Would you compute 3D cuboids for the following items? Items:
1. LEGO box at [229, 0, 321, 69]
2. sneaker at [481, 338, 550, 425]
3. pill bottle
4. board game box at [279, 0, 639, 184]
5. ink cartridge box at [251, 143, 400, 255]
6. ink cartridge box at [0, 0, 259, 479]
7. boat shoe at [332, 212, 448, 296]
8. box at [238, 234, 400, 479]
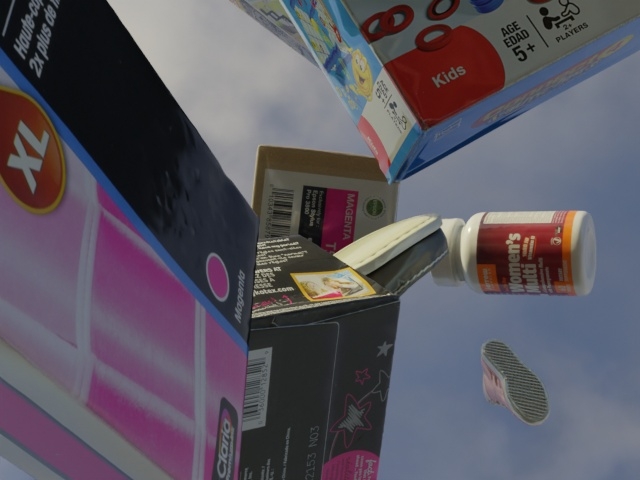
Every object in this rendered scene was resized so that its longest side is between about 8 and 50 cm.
[{"bbox_3d":[0.020,-0.350,0.942,0.372,0.500,0.193,36,-99,-5],"label":"LEGO box"},{"bbox_3d":[0.235,0.186,1.194,0.051,0.134,0.070,-16,-50,-12],"label":"sneaker"},{"bbox_3d":[0.275,0.018,1.412,0.221,0.121,0.121,0,-83,25],"label":"pill bottle"},{"bbox_3d":[0.098,-0.238,0.563,0.308,0.086,0.302,-29,-99,-12],"label":"board game box"},{"bbox_3d":[0.000,0.000,1.297,0.193,0.088,0.235,5,-90,-2],"label":"ink cartridge box"},{"bbox_3d":[-0.126,-0.040,0.354,0.069,0.371,0.176,-13,-129,20],"label":"ink cartridge box"},{"bbox_3d":[0.005,0.079,0.928,0.305,0.109,0.091,-34,-81,-17],"label":"boat shoe"},{"bbox_3d":[-0.060,0.138,0.707,0.142,0.163,0.247,30,-60,51],"label":"box"}]
